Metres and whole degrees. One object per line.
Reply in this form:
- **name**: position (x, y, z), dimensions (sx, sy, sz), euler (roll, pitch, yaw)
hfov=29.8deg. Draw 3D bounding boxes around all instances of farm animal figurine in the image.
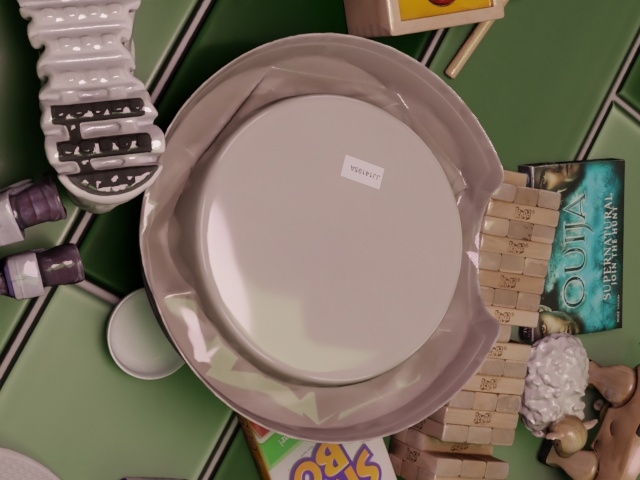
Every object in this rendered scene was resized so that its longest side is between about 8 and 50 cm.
- **farm animal figurine**: position (0.330, 0.271, 1.260), dimensions (0.330, 0.172, 0.327), euler (8, 94, -29)

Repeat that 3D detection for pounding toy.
- **pounding toy**: position (0.132, -0.242, 1.138), dimensions (0.206, 0.094, 0.181), euler (-14, 102, -25)

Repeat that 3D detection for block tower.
- **block tower**: position (0.151, 0.093, 1.192), dimensions (0.091, 0.097, 0.336), euler (9, 91, -29)

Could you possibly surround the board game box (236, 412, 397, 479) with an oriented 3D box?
- **board game box**: position (-0.002, 0.199, 1.160), dimensions (0.124, 0.039, 0.259), euler (-26, 110, -22)

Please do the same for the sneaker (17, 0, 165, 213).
- **sneaker**: position (-0.192, -0.161, 0.977), dimensions (0.110, 0.118, 0.292), euler (-2, 78, -14)

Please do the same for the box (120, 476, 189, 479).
- **box**: position (-0.135, 0.289, 1.047), dimensions (0.072, 0.126, 0.137), euler (9, 91, -27)

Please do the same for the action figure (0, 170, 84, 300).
- **action figure**: position (-0.331, 0.035, 0.932), dimensions (0.285, 0.099, 0.185), euler (-18, 112, -21)

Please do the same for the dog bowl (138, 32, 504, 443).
- **dog bowl**: position (0.000, 0.000, 1.061), dimensions (0.348, 0.102, 0.349), euler (3, 84, -24)

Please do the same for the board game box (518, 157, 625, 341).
- **board game box**: position (0.267, 0.009, 1.280), dimensions (0.126, 0.026, 0.186), euler (-6, 99, -27)

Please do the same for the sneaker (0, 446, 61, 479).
- **sneaker**: position (-0.328, 0.240, 0.964), dimensions (0.295, 0.147, 0.105), euler (19, 44, -54)

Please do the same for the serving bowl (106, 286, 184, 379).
- **serving bowl**: position (-0.152, 0.080, 1.066), dimensions (0.083, 0.027, 0.083), euler (-4, 98, -28)
